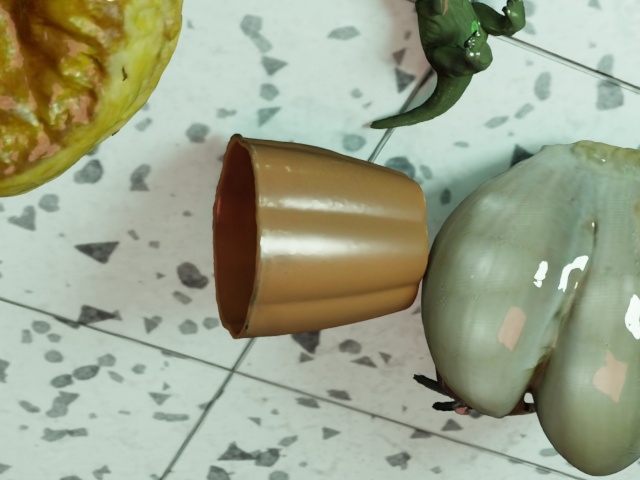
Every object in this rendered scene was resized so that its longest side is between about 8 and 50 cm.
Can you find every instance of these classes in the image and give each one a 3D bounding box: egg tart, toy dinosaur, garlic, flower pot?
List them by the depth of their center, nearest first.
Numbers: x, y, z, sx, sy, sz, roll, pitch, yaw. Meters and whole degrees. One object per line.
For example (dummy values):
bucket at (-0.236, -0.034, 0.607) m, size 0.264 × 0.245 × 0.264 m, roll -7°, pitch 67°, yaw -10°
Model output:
egg tart at (-0.324, -0.224, 1.394) m, size 0.443 × 0.178 × 0.443 m, roll -2°, pitch 132°, yaw -2°
toy dinosaur at (0.084, -0.192, 1.542) m, size 0.179 × 0.087 × 0.187 m, roll -1°, pitch 128°, yaw 52°
flower pot at (0.000, 0.000, 1.621) m, size 0.173 × 0.190 × 0.190 m, roll 3°, pitch 133°, yaw -17°
garlic at (0.212, 0.090, 1.659) m, size 0.231 × 0.246 × 0.340 m, roll 0°, pitch 135°, yaw 5°

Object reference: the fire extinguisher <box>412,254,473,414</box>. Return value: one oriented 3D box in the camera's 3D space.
fire extinguisher at (0.136, 0.100, 1.786) m, size 0.099 × 0.071 × 0.231 m, roll 16°, pitch 139°, yaw 22°
